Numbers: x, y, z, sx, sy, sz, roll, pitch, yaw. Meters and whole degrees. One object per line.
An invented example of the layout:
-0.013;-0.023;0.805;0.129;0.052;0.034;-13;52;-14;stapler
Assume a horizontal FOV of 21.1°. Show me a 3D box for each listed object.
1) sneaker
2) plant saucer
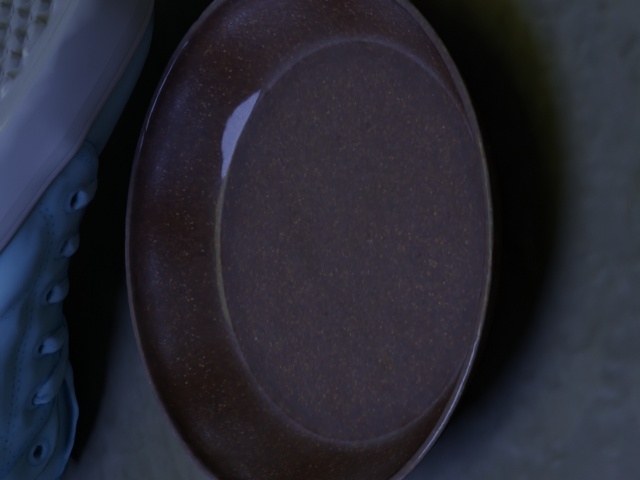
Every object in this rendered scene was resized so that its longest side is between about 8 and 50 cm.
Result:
-0.155;0.033;0.728;0.366;0.150;0.135;-53;43;16;sneaker
0.000;0.000;0.617;0.198;0.036;0.199;-3;86;49;plant saucer
